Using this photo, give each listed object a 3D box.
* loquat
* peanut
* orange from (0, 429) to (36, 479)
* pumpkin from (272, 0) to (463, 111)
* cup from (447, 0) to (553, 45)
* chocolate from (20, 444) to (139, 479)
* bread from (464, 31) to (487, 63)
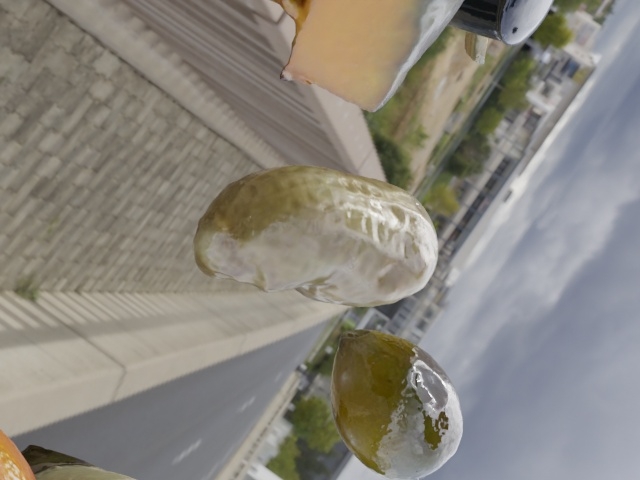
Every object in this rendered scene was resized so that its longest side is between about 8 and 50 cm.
[{"bbox_3d":[0.083,0.191,1.036,0.152,0.195,0.152,-25,178,-1],"label":"loquat"},{"bbox_3d":[0.000,0.000,0.817,0.253,0.122,0.137,12,127,-40],"label":"peanut"},{"bbox_3d":[-0.558,0.372,1.089,0.423,0.326,0.424,-18,-172,3],"label":"orange"},{"bbox_3d":[-0.034,-0.237,0.464,0.225,0.303,0.256,-50,-146,33],"label":"pumpkin"},{"bbox_3d":[0.242,-0.391,1.232,0.169,0.176,0.223,-36,148,-29],"label":"cup"},{"bbox_3d":[-0.362,0.509,1.414,0.297,0.314,0.326,-20,-138,37],"label":"chocolate"},{"bbox_3d":[0.271,-0.353,1.510,0.083,0.035,0.070,-89,180,-54],"label":"bread"}]
